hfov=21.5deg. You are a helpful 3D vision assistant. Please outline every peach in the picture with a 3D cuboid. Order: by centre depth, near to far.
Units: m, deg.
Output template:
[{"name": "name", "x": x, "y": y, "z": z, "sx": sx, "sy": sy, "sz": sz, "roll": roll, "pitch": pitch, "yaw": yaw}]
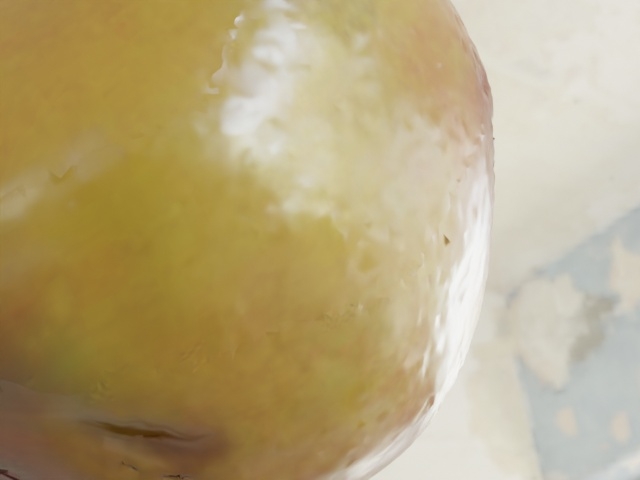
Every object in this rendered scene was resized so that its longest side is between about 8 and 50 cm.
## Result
[{"name": "peach", "x": -0.081, "y": -0.022, "z": 0.858, "sx": 0.372, "sy": 0.372, "sz": 0.290, "roll": 5, "pitch": -15, "yaw": -31}]
